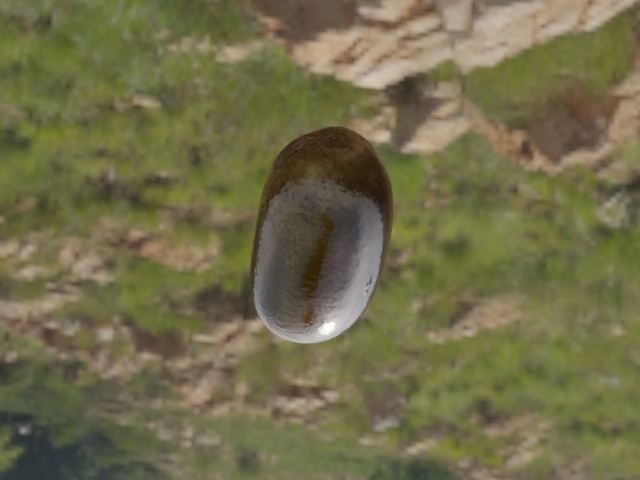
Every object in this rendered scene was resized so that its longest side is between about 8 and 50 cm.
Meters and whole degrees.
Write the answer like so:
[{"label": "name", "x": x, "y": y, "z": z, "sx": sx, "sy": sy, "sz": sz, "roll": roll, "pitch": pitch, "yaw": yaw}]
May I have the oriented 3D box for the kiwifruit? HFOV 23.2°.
[{"label": "kiwifruit", "x": 0.000, "y": 0.000, "z": 0.808, "sx": 0.075, "sy": 0.075, "sz": 0.124, "roll": 8, "pitch": 126, "yaw": -10}]
